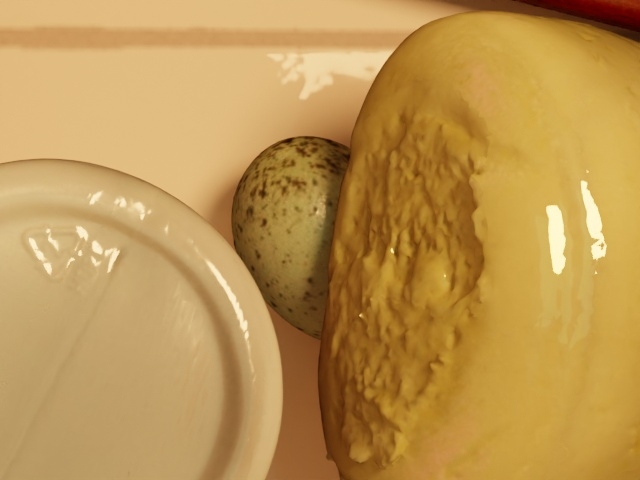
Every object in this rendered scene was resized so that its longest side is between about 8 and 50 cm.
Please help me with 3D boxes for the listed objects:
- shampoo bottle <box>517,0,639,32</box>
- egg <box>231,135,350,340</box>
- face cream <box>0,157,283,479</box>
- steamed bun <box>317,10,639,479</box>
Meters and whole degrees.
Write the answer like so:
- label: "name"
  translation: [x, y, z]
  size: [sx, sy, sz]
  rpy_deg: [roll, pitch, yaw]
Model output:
- label: "shampoo bottle"
  translation: [0.106, -0.187, 0.915]
  size: [0.314, 0.076, 0.118]
  rpy_deg: [13, 86, -8]
- label: "egg"
  translation: [0.000, 0.000, 0.876]
  size: [0.085, 0.085, 0.110]
  rpy_deg: [-23, 89, -11]
- label: "face cream"
  translation: [-0.127, 0.070, 0.797]
  size: [0.201, 0.187, 0.201]
  rpy_deg: [1, 85, -9]
- label: "steamed bun"
  translation: [0.128, 0.020, 0.823]
  size: [0.232, 0.166, 0.273]
  rpy_deg: [12, 85, -39]
